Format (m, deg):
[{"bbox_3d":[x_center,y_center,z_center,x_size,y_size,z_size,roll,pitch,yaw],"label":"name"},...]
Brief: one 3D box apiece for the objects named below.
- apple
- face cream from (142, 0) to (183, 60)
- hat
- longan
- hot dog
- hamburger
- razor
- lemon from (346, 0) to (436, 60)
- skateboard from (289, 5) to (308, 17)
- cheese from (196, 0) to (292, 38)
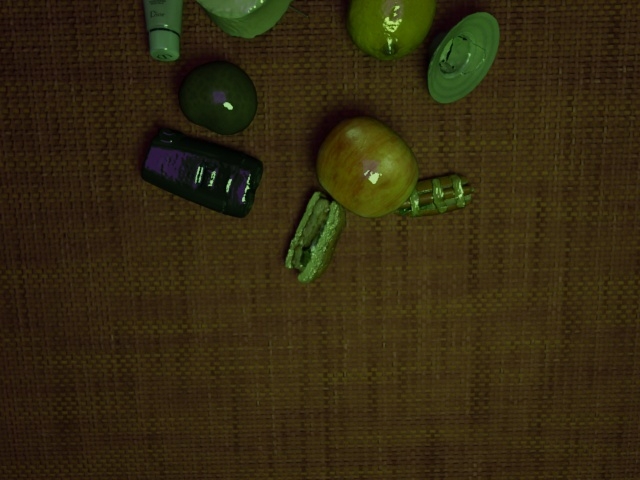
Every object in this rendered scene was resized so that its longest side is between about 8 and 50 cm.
[{"bbox_3d":[0.122,-0.192,1.229,0.286,0.286,0.233,43,96,-5],"label":"apple"},{"bbox_3d":[-0.438,-0.665,1.262,0.143,0.089,0.313,-2,87,0],"label":"face cream"},{"bbox_3d":[0.361,-0.518,1.254,0.252,0.252,0.110,-43,53,5],"label":"hat"},{"bbox_3d":[-0.278,-0.390,1.242,0.213,0.198,0.197,4,98,7],"label":"longan"},{"bbox_3d":[0.320,-0.126,1.335,0.270,0.072,0.109,-11,95,0],"label":"hot dog"},{"bbox_3d":[0.000,0.000,1.323,0.124,0.131,0.261,33,104,30],"label":"hamburger"},{"bbox_3d":[-0.338,-0.196,1.305,0.327,0.107,0.189,21,98,-2],"label":"razor"},{"bbox_3d":[0.189,-0.606,1.188,0.229,0.228,0.253,29,94,-4],"label":"lemon"},{"bbox_3d":[-0.079,-0.638,1.286,0.083,0.032,0.063,25,107,-1],"label":"skateboard"},{"bbox_3d":[-0.195,-0.732,1.197,0.332,0.153,0.292,-40,88,7],"label":"cheese"}]
